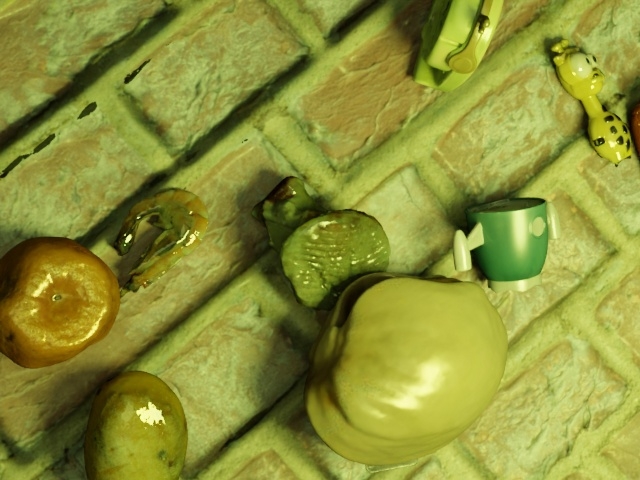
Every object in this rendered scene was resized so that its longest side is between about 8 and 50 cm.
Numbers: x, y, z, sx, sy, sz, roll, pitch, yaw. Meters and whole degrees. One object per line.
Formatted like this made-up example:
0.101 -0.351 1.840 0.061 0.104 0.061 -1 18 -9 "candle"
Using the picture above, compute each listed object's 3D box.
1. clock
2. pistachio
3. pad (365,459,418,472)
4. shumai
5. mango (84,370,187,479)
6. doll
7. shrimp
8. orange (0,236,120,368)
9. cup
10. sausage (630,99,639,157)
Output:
0.273 -0.427 1.485 0.096 0.308 0.234 17 86 -7 "clock"
0.164 0.234 1.489 0.446 0.281 0.365 -26 101 -25 "pistachio"
0.139 0.397 1.606 0.112 0.003 0.157 -9 90 -7 "pad"
0.000 0.000 1.549 0.222 0.203 0.271 -37 128 -4 "shumai"
-0.352 0.408 1.477 0.177 0.176 0.329 17 109 24 "mango"
0.573 -0.293 1.633 0.117 0.086 0.291 -26 90 -47 "doll"
-0.337 -0.003 1.530 0.254 0.059 0.145 -40 91 -6 "shrimp"
-0.507 0.110 1.448 0.249 0.183 0.248 5 78 -22 "orange"
0.383 0.011 1.567 0.300 0.168 0.173 -15 100 -32 "cup"
0.736 -0.153 1.642 0.102 0.102 0.330 -20 92 -7 "sausage"
